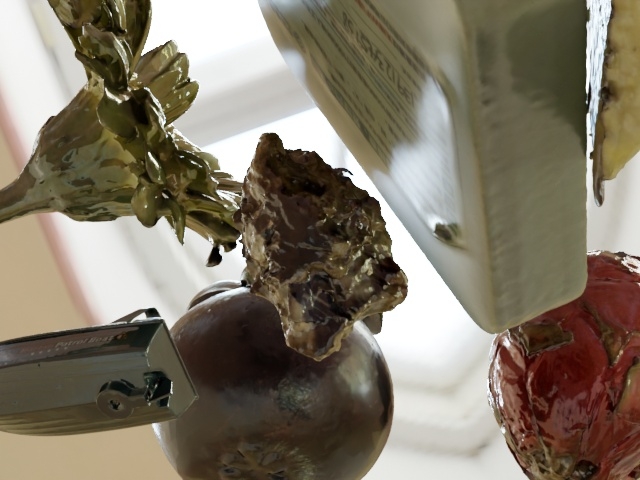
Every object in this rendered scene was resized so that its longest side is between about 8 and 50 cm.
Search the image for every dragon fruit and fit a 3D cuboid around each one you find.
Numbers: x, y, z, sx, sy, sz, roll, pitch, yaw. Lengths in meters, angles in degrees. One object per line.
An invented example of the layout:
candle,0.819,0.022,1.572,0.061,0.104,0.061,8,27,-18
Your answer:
dragon fruit,0.351,0.167,2.308,0.277,0.277,0.342,4,-135,43

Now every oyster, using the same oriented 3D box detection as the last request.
oyster,-0.008,-0.005,1.145,0.103,0.051,0.148,-33,-110,-9

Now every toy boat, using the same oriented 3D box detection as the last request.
toy boat,-0.223,0.119,1.561,0.246,0.093,0.103,-9,-149,21

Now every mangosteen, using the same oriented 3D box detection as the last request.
mangosteen,-0.056,0.171,2.086,0.300,0.300,0.300,-16,-157,7

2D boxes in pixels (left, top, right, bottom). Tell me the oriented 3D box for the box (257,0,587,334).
box,0.051,-0.173,1.250,0.111,0.396,0.396,-26,-125,-10

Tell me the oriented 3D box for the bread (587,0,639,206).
bread,0.195,-0.277,1.161,0.405,0.242,0.345,-53,-174,10

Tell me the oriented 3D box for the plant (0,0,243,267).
plant,-0.168,-0.057,1.517,0.261,0.306,0.297,32,-108,19
